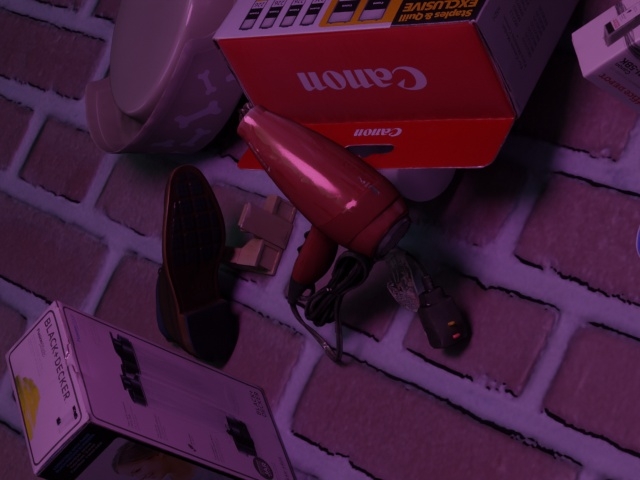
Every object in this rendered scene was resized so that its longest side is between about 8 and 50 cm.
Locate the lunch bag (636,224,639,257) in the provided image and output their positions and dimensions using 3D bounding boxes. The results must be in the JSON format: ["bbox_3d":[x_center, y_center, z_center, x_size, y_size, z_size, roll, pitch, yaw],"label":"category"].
[{"bbox_3d":[0.377,-0.038,1.525,0.219,0.090,0.176,-58,41,6],"label":"lunch bag"}]

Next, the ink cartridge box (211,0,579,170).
[{"bbox_3d":[0.066,-0.204,1.808,0.309,0.130,0.272,0,46,34],"label":"ink cartridge box"}]

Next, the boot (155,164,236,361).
[{"bbox_3d":[-0.159,0.024,2.029,0.106,0.082,0.219,5,103,57],"label":"boot"}]

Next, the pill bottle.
[{"bbox_3d":[0.056,-0.102,1.894,0.180,0.108,0.108,24,88,50],"label":"pill bottle"}]

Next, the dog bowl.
[{"bbox_3d":[-0.167,-0.261,2.163,0.349,0.102,0.349,-38,45,51],"label":"dog bowl"}]

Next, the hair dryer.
[{"bbox_3d":[0.000,0.000,1.781,0.223,0.294,0.080,-8,24,42],"label":"hair dryer"}]

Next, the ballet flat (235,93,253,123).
[{"bbox_3d":[-0.083,-0.212,2.143,0.084,0.058,0.250,-35,47,28],"label":"ballet flat"}]

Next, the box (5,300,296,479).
[{"bbox_3d":[-0.166,0.188,1.830,0.087,0.290,0.169,-44,44,20],"label":"box"}]

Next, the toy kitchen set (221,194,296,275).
[{"bbox_3d":[-0.083,-0.014,2.025,0.075,0.068,0.083,7,74,49],"label":"toy kitchen set"}]

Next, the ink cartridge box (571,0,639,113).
[{"bbox_3d":[0.314,-0.184,1.667,0.135,0.099,0.056,-34,49,32],"label":"ink cartridge box"}]
